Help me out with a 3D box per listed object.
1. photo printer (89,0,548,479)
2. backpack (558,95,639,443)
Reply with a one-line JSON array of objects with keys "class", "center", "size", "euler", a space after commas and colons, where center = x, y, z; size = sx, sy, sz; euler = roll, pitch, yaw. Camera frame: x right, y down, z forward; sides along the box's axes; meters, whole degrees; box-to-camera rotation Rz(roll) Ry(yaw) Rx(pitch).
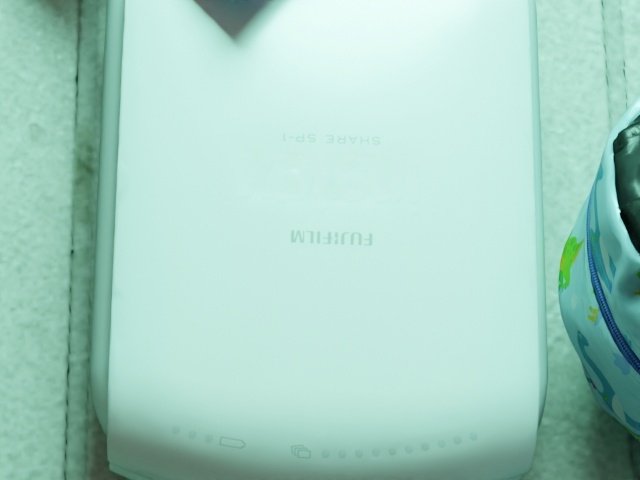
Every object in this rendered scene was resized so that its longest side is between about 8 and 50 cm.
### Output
[{"class": "photo printer", "center": [0.000, 0.000, 0.975], "size": [0.256, 0.107, 0.307], "euler": [2, 73, -4]}, {"class": "backpack", "center": [0.308, 0.000, 0.940], "size": [0.355, 0.273, 0.290], "euler": [-14, 65, -28]}]
